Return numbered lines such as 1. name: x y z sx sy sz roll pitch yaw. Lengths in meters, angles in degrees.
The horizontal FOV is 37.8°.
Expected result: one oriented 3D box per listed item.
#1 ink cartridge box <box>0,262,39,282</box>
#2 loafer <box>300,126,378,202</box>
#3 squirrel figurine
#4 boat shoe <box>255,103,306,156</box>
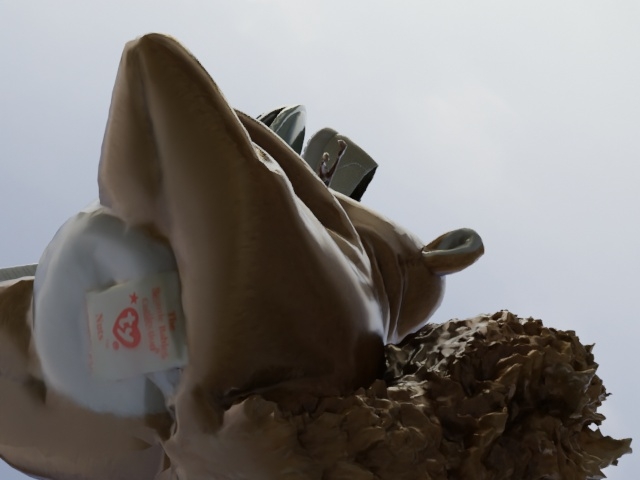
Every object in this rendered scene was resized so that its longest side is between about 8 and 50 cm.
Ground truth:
1. ink cartridge box: -0.344 0.112 1.204 0.371 0.175 0.069 -7 -144 -37
2. loafer: 0.000 0.000 1.135 0.092 0.268 0.102 19 -164 18
3. squirrel figurine: 0.004 0.081 0.672 0.397 0.281 0.370 44 -162 24
4. boat shoe: -0.074 -0.088 0.969 0.069 0.081 0.227 9 -149 15
